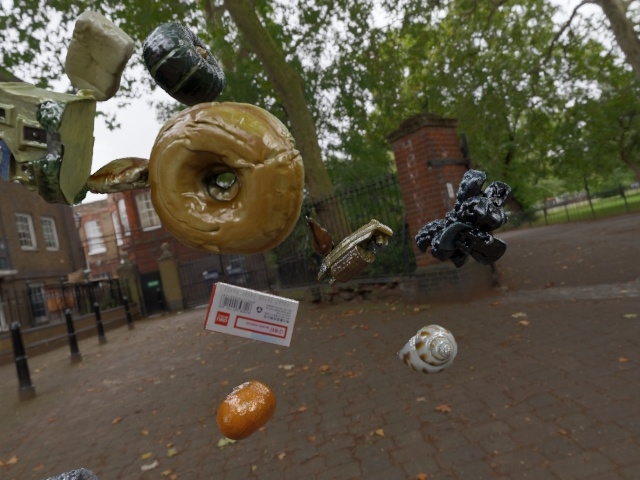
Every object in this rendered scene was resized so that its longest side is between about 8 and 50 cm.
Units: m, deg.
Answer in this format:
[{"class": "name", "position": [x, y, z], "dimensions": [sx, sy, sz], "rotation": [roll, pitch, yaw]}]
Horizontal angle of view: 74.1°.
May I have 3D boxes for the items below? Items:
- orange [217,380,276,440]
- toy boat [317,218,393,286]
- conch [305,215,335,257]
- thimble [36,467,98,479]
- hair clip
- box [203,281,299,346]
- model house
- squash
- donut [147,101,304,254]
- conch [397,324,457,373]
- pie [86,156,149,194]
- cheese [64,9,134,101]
[{"class": "orange", "position": [-0.268, 0.604, 1.521], "dimensions": [0.224, 0.170, 0.224], "rotation": [-38, -13, -10]}, {"class": "toy boat", "position": [0.105, 0.053, 1.337], "dimensions": [0.090, 0.115, 0.310], "rotation": [29, -47, -26]}, {"class": "conch", "position": [0.001, 0.006, 1.577], "dimensions": [0.086, 0.080, 0.232], "rotation": [18, -19, 28]}, {"class": "thimble", "position": [-0.630, 0.694, 1.021], "dimensions": [0.157, 0.245, 0.217], "rotation": [-13, -5, -8]}, {"class": "hair clip", "position": [0.414, -0.044, 1.230], "dimensions": [0.195, 0.206, 0.310], "rotation": [19, -54, -17]}, {"class": "box", "position": [-0.167, 0.188, 1.071], "dimensions": [0.230, 0.122, 0.050], "rotation": [16, -15, -17]}, {"class": "model house", "position": [-0.779, -0.267, 1.138], "dimensions": [0.267, 0.320, 0.261], "rotation": [12, 18, -11]}, {"class": "squash", "position": [-0.406, -0.524, 1.279], "dimensions": [0.165, 0.252, 0.252], "rotation": [-37, -12, 21]}, {"class": "donut", "position": [-0.259, -0.156, 1.141], "dimensions": [0.450, 0.448, 0.198], "rotation": [-13, 10, 12]}, {"class": "conch", "position": [0.380, 0.378, 1.452], "dimensions": [0.183, 0.148, 0.274], "rotation": [-32, -29, -14]}, {"class": "pie", "position": [-0.572, -0.194, 1.229], "dimensions": [0.179, 0.084, 0.205], "rotation": [-1, 26, 1]}, {"class": "cheese", "position": [-0.661, -0.536, 1.263], "dimensions": [0.263, 0.159, 0.093], "rotation": [-38, 25, 39]}]
